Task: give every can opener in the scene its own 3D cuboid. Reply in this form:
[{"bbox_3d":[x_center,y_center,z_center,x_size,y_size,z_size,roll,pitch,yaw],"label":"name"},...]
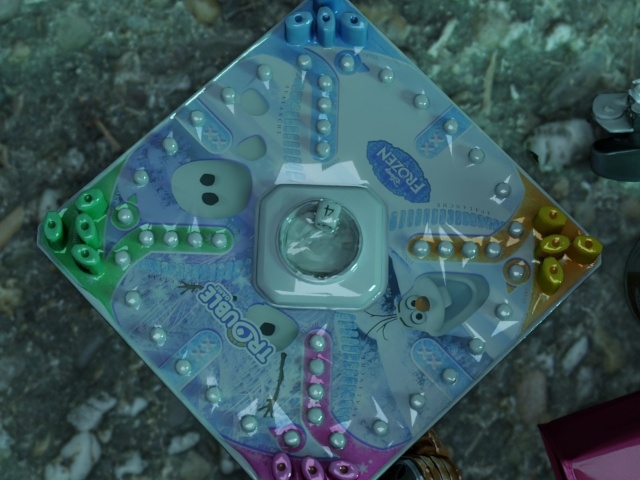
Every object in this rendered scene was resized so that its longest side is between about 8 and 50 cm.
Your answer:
[{"bbox_3d":[0.401,-0.119,1.476,0.280,0.074,0.093,-6,124,1],"label":"can opener"}]

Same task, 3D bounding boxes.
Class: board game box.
[{"bbox_3d":[0.000,0.000,1.401,0.390,0.050,0.390,-42,79,-13],"label":"board game box"}]

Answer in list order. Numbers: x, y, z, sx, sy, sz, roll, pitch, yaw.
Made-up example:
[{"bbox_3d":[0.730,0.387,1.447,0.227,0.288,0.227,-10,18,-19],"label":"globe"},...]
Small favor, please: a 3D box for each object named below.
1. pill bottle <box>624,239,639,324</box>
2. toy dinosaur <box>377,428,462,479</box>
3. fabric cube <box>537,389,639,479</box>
[{"bbox_3d":[0.365,0.040,1.385,0.131,0.229,0.131,0,89,0],"label":"pill bottle"},{"bbox_3d":[0.061,0.254,1.449,0.218,0.164,0.322,-12,71,-14],"label":"toy dinosaur"},{"bbox_3d":[0.368,0.259,1.366,0.258,0.254,0.259,-19,90,3],"label":"fabric cube"}]
